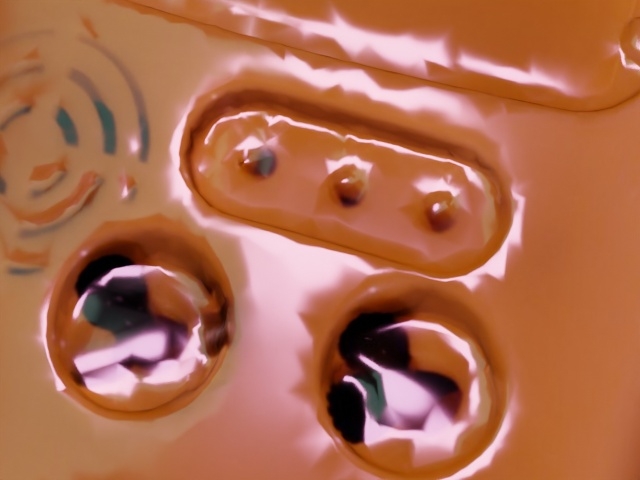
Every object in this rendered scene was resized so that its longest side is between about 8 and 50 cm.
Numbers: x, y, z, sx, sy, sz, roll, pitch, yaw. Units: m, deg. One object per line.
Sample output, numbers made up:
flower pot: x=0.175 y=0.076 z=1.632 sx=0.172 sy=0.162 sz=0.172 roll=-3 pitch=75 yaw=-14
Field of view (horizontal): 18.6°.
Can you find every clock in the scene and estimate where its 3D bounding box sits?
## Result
clock: x=0.000 y=0.000 z=0.510 sx=0.244 sy=0.200 sz=0.317 roll=16 pitch=77 yaw=13
